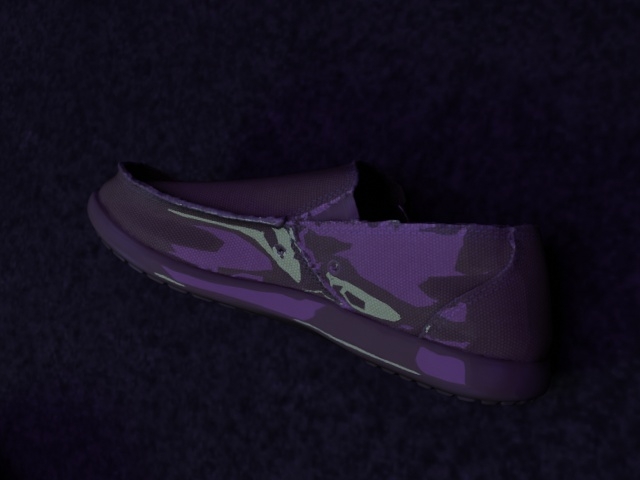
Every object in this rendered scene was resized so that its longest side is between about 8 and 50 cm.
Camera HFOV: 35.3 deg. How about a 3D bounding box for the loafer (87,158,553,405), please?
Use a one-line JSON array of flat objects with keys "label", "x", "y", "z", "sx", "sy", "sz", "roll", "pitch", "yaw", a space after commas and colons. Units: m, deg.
[{"label": "loafer", "x": 0.000, "y": 0.000, "z": 0.521, "sx": 0.269, "sy": 0.102, "sz": 0.092, "roll": 19, "pitch": 93, "yaw": 23}]
